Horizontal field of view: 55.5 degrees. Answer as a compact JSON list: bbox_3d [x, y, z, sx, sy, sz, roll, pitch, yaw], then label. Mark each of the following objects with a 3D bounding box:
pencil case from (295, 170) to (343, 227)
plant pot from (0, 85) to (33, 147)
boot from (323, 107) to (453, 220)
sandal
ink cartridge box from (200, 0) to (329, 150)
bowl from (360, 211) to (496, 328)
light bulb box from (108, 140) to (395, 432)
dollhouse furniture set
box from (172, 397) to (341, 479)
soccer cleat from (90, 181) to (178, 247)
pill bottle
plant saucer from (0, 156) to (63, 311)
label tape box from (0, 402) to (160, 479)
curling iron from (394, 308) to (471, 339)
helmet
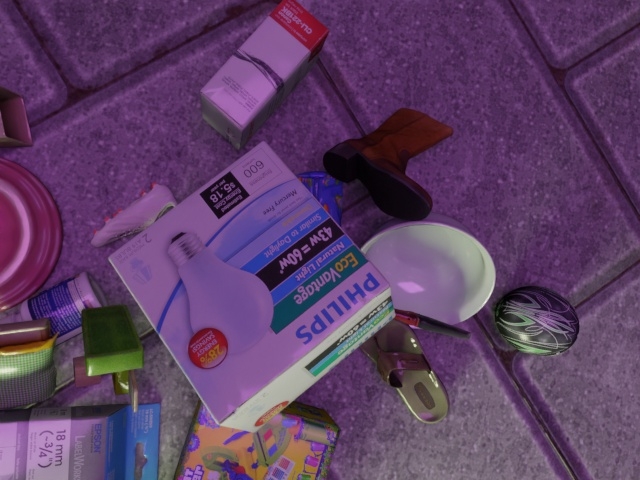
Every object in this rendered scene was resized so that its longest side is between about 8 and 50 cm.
[{"bbox_3d":[0.000,0.000,1.307,0.120,0.133,0.305,-3,86,-5],"label":"pencil case"},{"bbox_3d":[-0.658,-0.240,1.217,0.096,0.109,0.109,-12,89,1],"label":"plant pot"},{"bbox_3d":[0.189,-0.169,1.283,0.280,0.264,0.096,-33,136,-35],"label":"boot"},{"bbox_3d":[0.185,0.281,1.330,0.120,0.086,0.302,-37,96,16],"label":"sandal"},{"bbox_3d":[-0.122,-0.340,1.269,0.114,0.197,0.273,39,81,-5],"label":"ink cartridge box"},{"bbox_3d":[0.219,0.042,1.313,0.298,0.134,0.297,5,129,6],"label":"bowl"},{"bbox_3d":[-0.113,0.089,1.103,0.358,0.225,0.361,-39,69,-6],"label":"light bulb box"},{"bbox_3d":[-0.495,0.254,1.122,0.302,0.151,0.197,-5,122,-26],"label":"dollhouse furniture set"},{"bbox_3d":[-0.145,0.464,1.231,0.279,0.177,0.289,19,84,-9],"label":"box"},{"bbox_3d":[-0.388,-0.041,1.272,0.196,0.068,0.076,-40,97,-13],"label":"soccer cleat"},{"bbox_3d":[-0.527,0.150,1.211,0.187,0.112,0.112,-27,92,-11],"label":"pill bottle"},{"bbox_3d":[-0.693,-0.014,1.205,0.332,0.084,0.331,1,86,-11],"label":"plant saucer"},{"bbox_3d":[-0.475,0.449,1.172,0.334,0.106,0.240,3,86,-23],"label":"label tape box"},{"bbox_3d":[0.200,0.160,1.300,0.274,0.068,0.035,25,39,-9],"label":"curling iron"},{"bbox_3d":[0.487,0.180,1.370,0.170,0.161,0.169,1,87,-10],"label":"helmet"}]
